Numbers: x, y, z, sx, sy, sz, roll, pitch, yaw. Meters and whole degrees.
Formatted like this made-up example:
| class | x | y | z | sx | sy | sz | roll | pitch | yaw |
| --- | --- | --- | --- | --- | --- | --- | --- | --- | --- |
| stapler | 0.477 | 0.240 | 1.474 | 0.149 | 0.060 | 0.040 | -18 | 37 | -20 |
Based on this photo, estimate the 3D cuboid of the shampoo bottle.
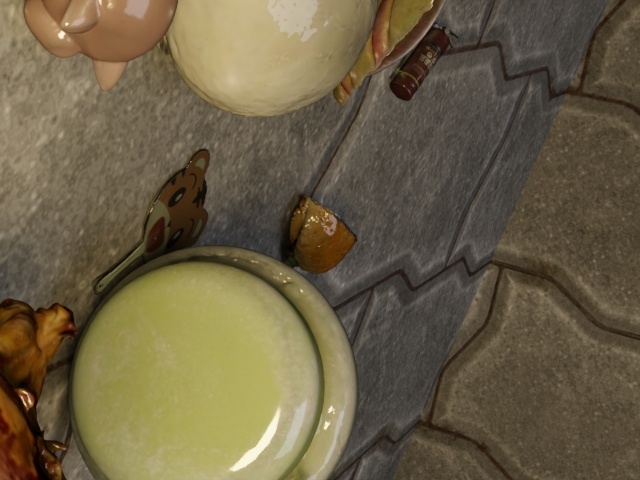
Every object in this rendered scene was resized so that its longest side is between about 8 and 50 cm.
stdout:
| class | x | y | z | sx | sy | sz | roll | pitch | yaw |
| --- | --- | --- | --- | --- | --- | --- | --- | --- | --- |
| shampoo bottle | -0.115 | 0.169 | 1.330 | 0.322 | 0.322 | 0.317 | -62 | 169 | -3 |

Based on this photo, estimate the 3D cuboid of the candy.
| class | x | y | z | sx | sy | sz | roll | pitch | yaw |
| --- | --- | --- | --- | --- | --- | --- | --- | --- | --- |
| candy | -0.038 | -0.253 | 1.196 | 0.295 | 0.185 | 0.295 | -47 | 157 | -27 |

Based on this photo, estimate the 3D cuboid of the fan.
| class | x | y | z | sx | sy | sz | roll | pitch | yaw |
| --- | --- | --- | --- | --- | --- | --- | --- | --- | --- |
| fan | -0.195 | -0.004 | 1.375 | 0.227 | 0.008 | 0.152 | -47 | 156 | -42 |

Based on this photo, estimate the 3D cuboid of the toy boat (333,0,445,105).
| class | x | y | z | sx | sy | sz | roll | pitch | yaw |
| --- | --- | --- | --- | --- | --- | --- | --- | --- | --- |
| toy boat | 0.094 | -0.292 | 1.476 | 0.276 | 0.111 | 0.293 | -52 | -173 | 16 |

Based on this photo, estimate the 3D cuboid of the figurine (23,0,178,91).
| class | x | y | z | sx | sy | sz | roll | pitch | yaw |
| --- | --- | --- | --- | --- | --- | --- | --- | --- | --- |
| figurine | -0.182 | -0.210 | 0.989 | 0.125 | 0.125 | 0.138 | 58 | 45 | -68 |

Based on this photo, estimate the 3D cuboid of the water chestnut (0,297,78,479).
| class | x | y | z | sx | sy | sz | roll | pitch | yaw |
| --- | --- | --- | --- | --- | --- | --- | --- | --- | --- |
| water chestnut | -0.296 | 0.167 | 0.856 | 0.347 | 0.335 | 0.335 | -37 | 149 | -33 |

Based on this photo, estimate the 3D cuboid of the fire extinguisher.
| class | x | y | z | sx | sy | sz | roll | pitch | yaw |
| --- | --- | --- | --- | --- | --- | --- | --- | --- | --- |
| fire extinguisher | 0.166 | -0.295 | 1.892 | 0.064 | 0.043 | 0.158 | 47 | 63 | -25 |

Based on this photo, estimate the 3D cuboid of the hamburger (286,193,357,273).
| class | x | y | z | sx | sy | sz | roll | pitch | yaw |
| --- | --- | --- | --- | --- | --- | --- | --- | --- | --- |
| hamburger | -0.002 | 0.007 | 1.775 | 0.102 | 0.087 | 0.176 | -63 | 164 | -7 |
